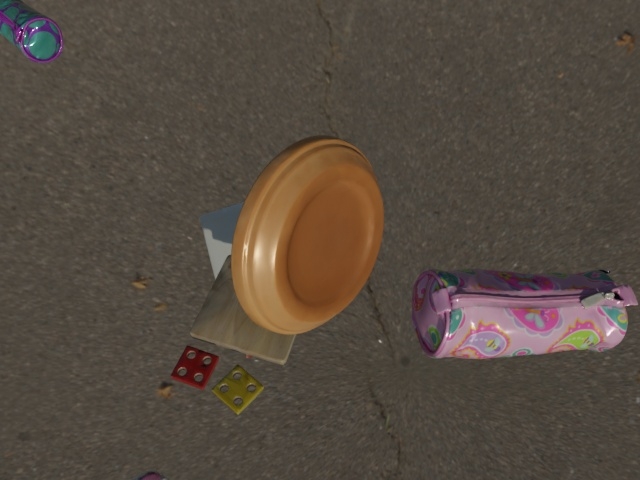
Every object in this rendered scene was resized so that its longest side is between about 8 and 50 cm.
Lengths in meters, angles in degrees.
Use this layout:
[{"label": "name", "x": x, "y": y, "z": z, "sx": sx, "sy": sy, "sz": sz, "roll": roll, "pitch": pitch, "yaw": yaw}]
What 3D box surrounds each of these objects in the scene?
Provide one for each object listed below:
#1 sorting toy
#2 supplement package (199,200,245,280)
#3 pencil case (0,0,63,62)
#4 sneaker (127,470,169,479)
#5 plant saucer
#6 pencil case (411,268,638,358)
[{"label": "sorting toy", "x": -0.090, "y": 0.106, "z": 0.918, "sx": 0.132, "sy": 0.046, "sz": 0.274, "roll": 14, "pitch": 55, "yaw": 11}, {"label": "supplement package", "x": -0.116, "y": 0.028, "z": 1.155, "sx": 0.105, "sy": 0.105, "sz": 0.179, "roll": -16, "pitch": 87, "yaw": 25}, {"label": "pencil case", "x": -0.425, "y": -0.304, "z": 0.964, "sx": 0.151, "sy": 0.070, "sz": 0.064, "roll": 34, "pitch": 105, "yaw": 34}, {"label": "sneaker", "x": -0.185, "y": 0.323, "z": 0.769, "sx": 0.104, "sy": 0.236, "sz": 0.095, "roll": -13, "pitch": 53, "yaw": 17}, {"label": "plant saucer", "x": 0.000, "y": 0.000, "z": 0.660, "sx": 0.037, "sy": 0.200, "sz": 0.200, "roll": 20, "pitch": 81, "yaw": 39}, {"label": "pencil case", "x": 0.266, "y": 0.093, "z": 0.903, "sx": 0.284, "sy": 0.124, "sz": 0.124, "roll": 1, "pitch": 79, "yaw": -14}]
